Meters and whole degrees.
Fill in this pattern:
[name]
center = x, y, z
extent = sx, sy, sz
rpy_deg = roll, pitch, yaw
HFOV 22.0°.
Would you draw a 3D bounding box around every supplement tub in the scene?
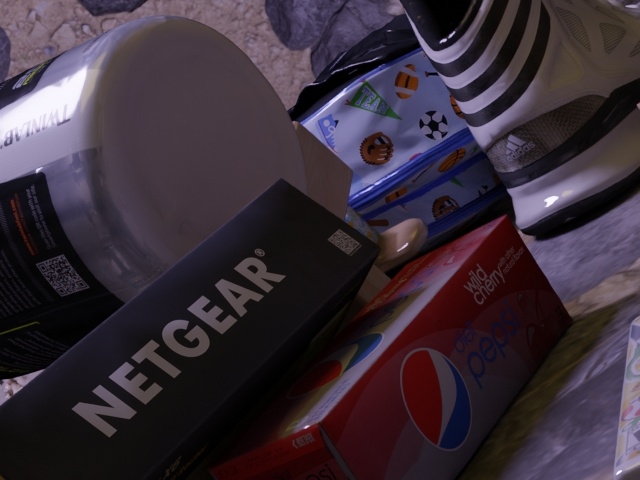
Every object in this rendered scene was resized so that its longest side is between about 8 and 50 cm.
[supplement tub]
center = -0.192, -0.016, 1.182
extent = 0.338, 0.207, 0.207
rpy_deg = -18, 15, 39

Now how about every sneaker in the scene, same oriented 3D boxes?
[sneaker]
center = 0.219, -0.202, 1.439
extent = 0.169, 0.257, 0.447
rpy_deg = -29, 8, 31

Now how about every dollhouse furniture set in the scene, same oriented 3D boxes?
[dollhouse furniture set]
center = 0.000, 0.000, 1.282
extent = 0.161, 0.212, 0.242
rpy_deg = -29, 34, 34

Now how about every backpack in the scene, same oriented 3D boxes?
[backpack]
center = 0.054, -0.082, 1.518
extent = 0.263, 0.213, 0.276
rpy_deg = -40, -1, 43

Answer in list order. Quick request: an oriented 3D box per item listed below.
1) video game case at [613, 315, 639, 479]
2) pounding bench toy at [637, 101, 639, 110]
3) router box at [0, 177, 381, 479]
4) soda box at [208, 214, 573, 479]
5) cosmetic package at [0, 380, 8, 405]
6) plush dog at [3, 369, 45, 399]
[video game case]
center = 0.241, 0.027, 0.753
extent = 0.227, 0.026, 0.206
rpy_deg = -31, 7, 19
[pounding bench toy]
center = 0.278, -0.085, 1.174
extent = 0.052, 0.065, 0.083
rpy_deg = -33, 7, -11
[router box]
center = -0.107, 0.132, 0.939
extent = 0.309, 0.081, 0.243
rpy_deg = -42, -16, -49
[soda box]
center = 0.050, 0.085, 0.959
extent = 0.092, 0.083, 0.263
rpy_deg = -28, 10, 37
[cosmetic package]
center = -0.237, 0.066, 1.676
extent = 0.160, 0.113, 0.309
rpy_deg = -54, -17, 14
[plush dog]
center = -0.166, 0.098, 1.488
extent = 0.262, 0.210, 0.225
rpy_deg = -30, -14, 28
